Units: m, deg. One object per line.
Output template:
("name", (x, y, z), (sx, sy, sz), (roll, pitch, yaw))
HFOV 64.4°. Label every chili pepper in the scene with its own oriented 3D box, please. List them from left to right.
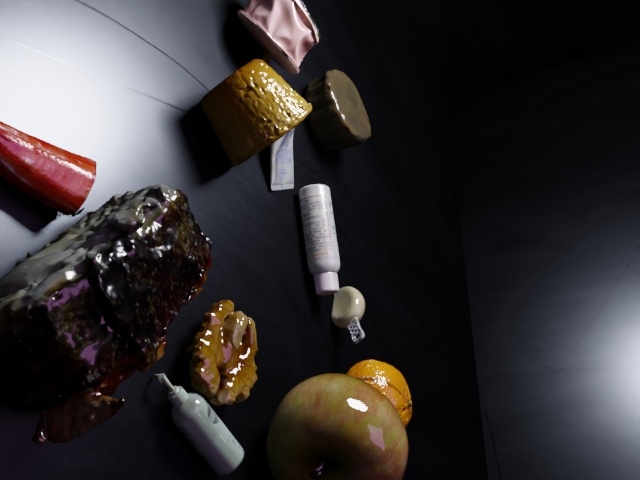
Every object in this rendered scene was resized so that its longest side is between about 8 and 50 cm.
("chili pepper", (-0.363, -0.105, 0.621), (0.169, 0.065, 0.088), (40, 43, -44))

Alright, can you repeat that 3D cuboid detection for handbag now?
("handbag", (-0.095, -0.505, 1.200), (0.205, 0.116, 0.179), (43, 1, -36))

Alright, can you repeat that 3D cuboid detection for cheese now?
("cheese", (0.069, 0.189, 1.265), (0.048, 0.092, 0.171), (35, 38, -32))

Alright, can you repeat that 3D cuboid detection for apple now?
("apple", (0.036, 0.365, 0.933), (0.234, 0.257, 0.256), (-22, 97, -68))

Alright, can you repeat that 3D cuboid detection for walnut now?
("walnut", (-0.163, 0.189, 0.843), (0.143, 0.069, 0.170), (52, 34, -36))

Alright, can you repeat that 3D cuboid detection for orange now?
("orange", (0.136, 0.382, 1.216), (0.193, 0.161, 0.193), (46, 34, -44))

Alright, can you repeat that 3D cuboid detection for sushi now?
("sushi", (-0.250, 0.066, 0.601), (0.181, 0.197, 0.343), (55, 32, -21))

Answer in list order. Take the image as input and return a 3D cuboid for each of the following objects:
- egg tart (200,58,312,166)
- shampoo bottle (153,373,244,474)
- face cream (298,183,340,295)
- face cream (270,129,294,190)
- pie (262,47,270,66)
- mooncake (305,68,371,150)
("egg tart", (-0.134, -0.261, 1.009), (0.147, 0.203, 0.202), (54, 32, -15))
("shampoo bottle", (-0.186, 0.274, 0.770), (0.195, 0.056, 0.056), (62, 30, -25))
("face cream", (0.000, 0.000, 1.238), (0.082, 0.082, 0.268), (16, 64, -60))
("face cream", (-0.090, -0.230, 1.189), (0.114, 0.070, 0.223), (-18, 113, -65))
("pie", (-0.131, -0.354, 1.219), (0.088, 0.033, 0.190), (41, 49, -65))
("mooncake", (0.044, -0.369, 1.466), (0.228, 0.124, 0.228), (35, 46, -45))
